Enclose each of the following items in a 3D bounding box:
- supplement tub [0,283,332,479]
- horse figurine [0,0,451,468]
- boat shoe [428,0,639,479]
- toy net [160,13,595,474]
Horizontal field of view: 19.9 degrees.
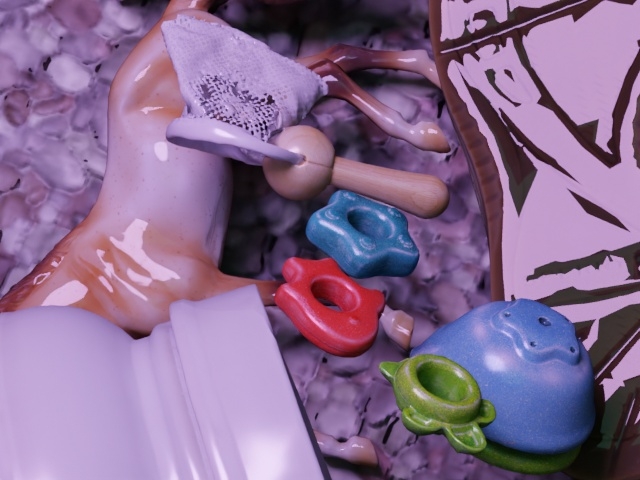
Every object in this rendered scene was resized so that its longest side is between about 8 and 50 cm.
[{"bbox_3d":[-0.137,0.155,0.605,0.316,0.228,0.228,-19,74,-3],"label":"supplement tub"},{"bbox_3d":[-0.038,-0.022,0.761,0.174,0.066,0.263,13,78,0],"label":"horse figurine"},{"bbox_3d":[0.112,-0.045,0.760,0.109,0.098,0.302,-9,74,13],"label":"boat shoe"},{"bbox_3d":[0.000,0.000,0.670,0.122,0.045,0.232,-15,49,-45],"label":"toy net"}]
